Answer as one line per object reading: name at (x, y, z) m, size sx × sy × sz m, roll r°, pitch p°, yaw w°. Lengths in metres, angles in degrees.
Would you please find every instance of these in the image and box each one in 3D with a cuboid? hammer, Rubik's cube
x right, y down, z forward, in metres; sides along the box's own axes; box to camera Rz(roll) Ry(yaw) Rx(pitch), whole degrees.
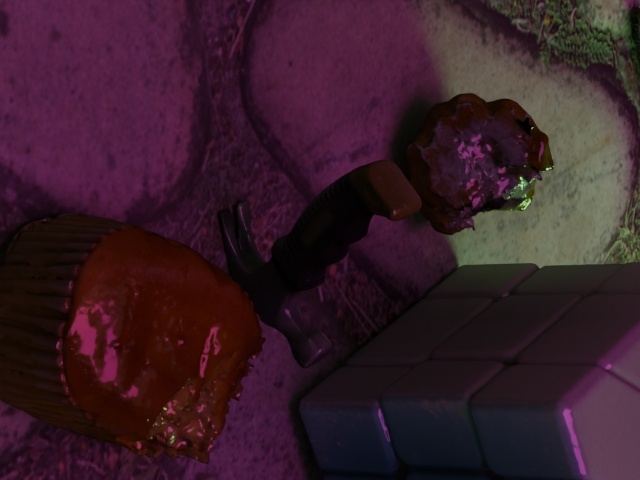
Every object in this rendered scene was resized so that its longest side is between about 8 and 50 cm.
hammer at (0.000, 0.000, 1.633) m, size 0.041 × 0.226 × 0.158 m, roll -28°, pitch 79°, yaw -43°
Rubik's cube at (0.222, 0.223, 1.842) m, size 0.319 × 0.316 × 0.322 m, roll -36°, pitch 116°, yaw -45°

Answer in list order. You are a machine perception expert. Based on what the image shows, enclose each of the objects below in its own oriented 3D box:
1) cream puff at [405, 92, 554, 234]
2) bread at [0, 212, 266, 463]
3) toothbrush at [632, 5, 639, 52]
cream puff at (0.155, -0.078, 1.902) m, size 0.156 × 0.156 × 0.121 m, roll -13°, pitch 65°, yaw -50°
bread at (-0.156, 0.080, 1.521) m, size 0.250 × 0.133 × 0.179 m, roll 35°, pitch 66°, yaw -50°
toothbrush at (0.432, -0.101, 2.304) m, size 0.035 × 0.042 × 0.413 m, roll -20°, pitch 119°, yaw -8°
